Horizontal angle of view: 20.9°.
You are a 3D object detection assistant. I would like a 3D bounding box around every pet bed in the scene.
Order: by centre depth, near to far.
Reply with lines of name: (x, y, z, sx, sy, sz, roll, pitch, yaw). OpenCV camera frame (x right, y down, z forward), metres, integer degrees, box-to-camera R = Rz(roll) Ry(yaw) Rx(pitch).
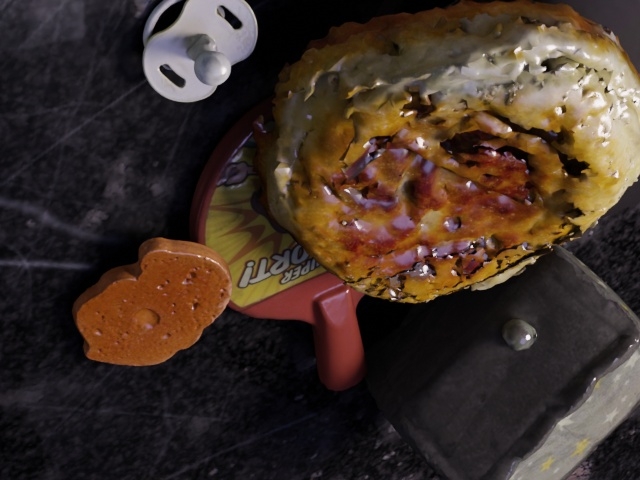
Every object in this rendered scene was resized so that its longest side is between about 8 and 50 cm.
pet bed: (0.150, 0.101, 1.415, 0.211, 0.183, 0.159, -45, 142, 8)

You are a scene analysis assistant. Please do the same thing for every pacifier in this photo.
pacifier: (-0.078, -0.124, 1.120, 0.083, 0.064, 0.068, -44, 123, 7)

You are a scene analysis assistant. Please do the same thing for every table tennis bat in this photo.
table tennis bat: (0.000, 0.000, 1.324, 0.200, 0.038, 0.310, -23, 135, -13)

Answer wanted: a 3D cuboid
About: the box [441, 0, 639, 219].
box: (0.248, -0.136, 1.278, 0.289, 0.073, 0.290, -26, 145, 20)

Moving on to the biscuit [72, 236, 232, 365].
biscuit: (-0.124, 0.047, 1.268, 0.102, 0.019, 0.130, 27, 121, -36)

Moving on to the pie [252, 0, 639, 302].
pie: (0.100, -0.058, 1.212, 0.308, 0.085, 0.308, -2, 143, -2)
